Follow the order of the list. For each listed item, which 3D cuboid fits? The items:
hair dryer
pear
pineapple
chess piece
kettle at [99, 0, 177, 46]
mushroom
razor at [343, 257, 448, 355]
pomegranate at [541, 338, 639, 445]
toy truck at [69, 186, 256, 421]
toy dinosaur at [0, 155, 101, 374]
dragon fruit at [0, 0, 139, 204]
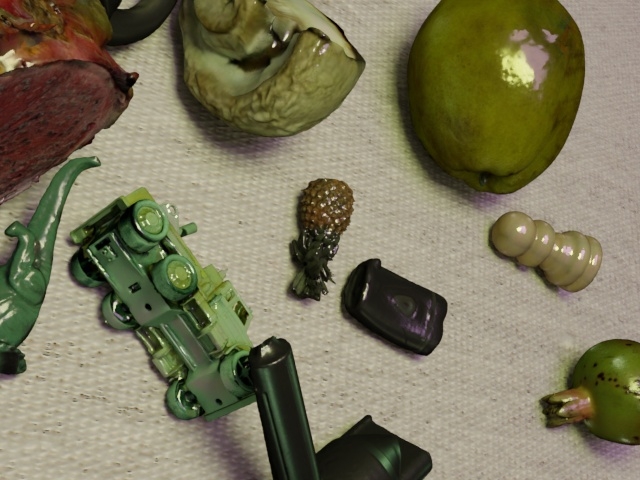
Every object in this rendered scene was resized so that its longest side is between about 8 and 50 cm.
[{"bbox_3d":[0.004,0.212,0.971,0.244,0.116,0.303,-36,127,-41],"label":"hair dryer"},{"bbox_3d":[0.256,-0.231,1.303,0.269,0.269,0.322,13,79,-32],"label":"pear"},{"bbox_3d":[0.000,0.000,1.140,0.074,0.074,0.160,26,63,-26],"label":"pineapple"},{"bbox_3d":[0.338,0.012,1.373,0.170,0.094,0.094,20,62,-23],"label":"chess piece"},{"bbox_3d":[-0.254,-0.386,1.001,0.321,0.228,0.324,44,54,-44],"label":"kettle"},{"bbox_3d":[-0.072,-0.226,1.114,0.267,0.164,0.189,39,19,23],"label":"mushroom"},{"bbox_3d":[0.099,0.089,1.186,0.148,0.054,0.090,29,58,-24],"label":"razor"},{"bbox_3d":[0.430,0.233,1.327,0.204,0.159,0.159,-11,79,-11],"label":"pomegranate"},{"bbox_3d":[-0.143,0.064,0.980,0.260,0.128,0.135,58,37,-4],"label":"toy truck"},{"bbox_3d":[-0.319,0.037,0.872,0.120,0.079,0.292,23,76,-36],"label":"toy dinosaur"},{"bbox_3d":[-0.361,-0.179,0.812,0.263,0.296,0.314,55,15,5],"label":"dragon fruit"}]
